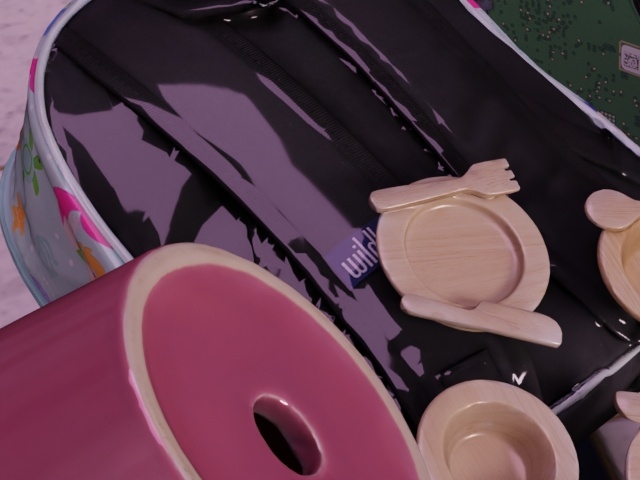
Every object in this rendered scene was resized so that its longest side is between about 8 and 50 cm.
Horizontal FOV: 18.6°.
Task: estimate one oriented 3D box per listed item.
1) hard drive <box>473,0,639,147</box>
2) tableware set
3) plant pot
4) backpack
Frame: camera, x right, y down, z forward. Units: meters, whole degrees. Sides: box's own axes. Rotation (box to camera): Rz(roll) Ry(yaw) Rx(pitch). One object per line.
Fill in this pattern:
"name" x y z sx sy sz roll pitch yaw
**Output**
"hard drive" 0.212 -0.107 0.890 0.339 0.237 0.064 24 46 34
"tableware set" 0.091 0.041 0.664 0.141 0.020 0.169 2 57 -16
"plant pot" -0.071 0.102 0.602 0.180 0.201 0.201 -41 28 26
"backpack" 0.000 0.000 0.782 0.225 0.191 0.253 -34 77 -31
